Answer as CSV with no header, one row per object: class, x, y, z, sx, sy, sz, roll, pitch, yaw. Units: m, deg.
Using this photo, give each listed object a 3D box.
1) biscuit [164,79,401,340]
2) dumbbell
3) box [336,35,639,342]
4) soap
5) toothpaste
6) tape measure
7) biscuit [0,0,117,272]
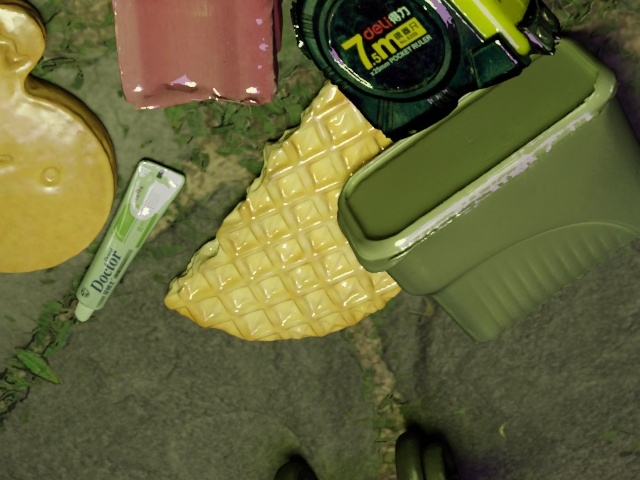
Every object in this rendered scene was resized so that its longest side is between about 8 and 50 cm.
biscuit,0.000,0.000,1.294,0.204,0.040,0.309,28,120,-21
dumbbell,0.055,0.314,1.428,0.290,0.192,0.192,-17,124,9
box,0.171,-0.033,1.203,0.274,0.138,0.178,-36,125,7
soap,-0.086,-0.306,0.956,0.128,0.233,0.359,0,125,0
toothpaste,-0.196,0.005,1.295,0.048,0.029,0.197,24,118,-19
tape measure,0.077,-0.195,1.101,0.199,0.112,0.186,-29,115,38
biscuit,-0.341,-0.103,1.197,0.275,0.052,0.355,-29,121,17
